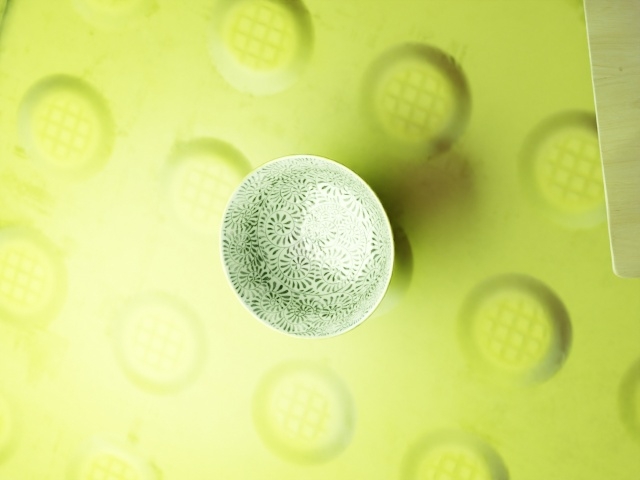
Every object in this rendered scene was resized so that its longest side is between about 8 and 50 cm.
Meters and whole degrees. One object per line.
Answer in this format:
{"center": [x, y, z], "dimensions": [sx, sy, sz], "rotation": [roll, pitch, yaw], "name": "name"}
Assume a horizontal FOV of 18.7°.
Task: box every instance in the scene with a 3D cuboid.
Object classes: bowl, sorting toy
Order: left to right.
{"center": [0.000, 0.000, 1.775], "dimensions": [0.170, 0.080, 0.170], "rotation": [4, 101, 20], "name": "bowl"}
{"center": [0.364, -0.109, 1.610], "dimensions": [0.257, 0.089, 0.256], "rotation": [-4, 99, 21], "name": "sorting toy"}
